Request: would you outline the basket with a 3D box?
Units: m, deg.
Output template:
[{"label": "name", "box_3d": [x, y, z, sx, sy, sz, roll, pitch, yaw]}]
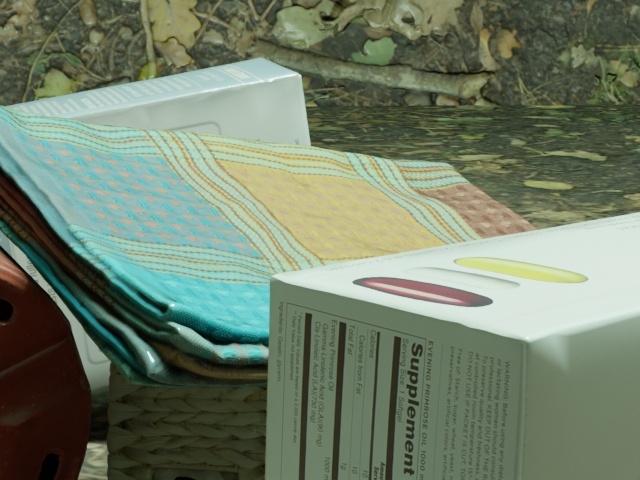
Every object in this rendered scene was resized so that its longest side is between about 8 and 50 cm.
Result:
[{"label": "basket", "box_3d": [-0.056, 0.103, 1.082, 0.113, 0.103, 0.167, 2, 12, 10]}]

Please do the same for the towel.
[{"label": "towel", "box_3d": [0.000, 0.000, 0.975, 0.370, 0.040, 0.271, 3, 25, -38]}]

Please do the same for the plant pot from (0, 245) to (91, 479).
[{"label": "plant pot", "box_3d": [-0.267, 0.059, 0.945, 0.272, 0.272, 0.265, -7, 21, -34]}]

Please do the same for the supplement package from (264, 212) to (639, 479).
[{"label": "supplement package", "box_3d": [0.117, 0.107, 0.815, 0.262, 0.204, 0.145, -9, 16, -44]}]

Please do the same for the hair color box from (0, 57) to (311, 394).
[{"label": "hair color box", "box_3d": [-0.190, 0.007, 1.196, 0.374, 0.185, 0.113, -12, 14, -14]}]
